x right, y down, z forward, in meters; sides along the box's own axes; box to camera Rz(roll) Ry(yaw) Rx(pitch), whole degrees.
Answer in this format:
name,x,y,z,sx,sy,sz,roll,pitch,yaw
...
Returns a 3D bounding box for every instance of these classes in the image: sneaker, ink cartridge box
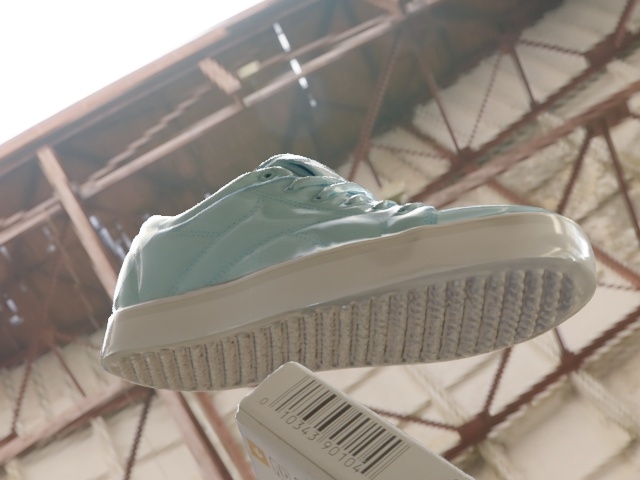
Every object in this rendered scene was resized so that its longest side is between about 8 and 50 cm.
name,x,y,z,sx,sy,sz,roll,pitch,yaw
sneaker,0.000,0.000,0.828,0.366,0.135,0.150,-11,-116,33
ink cartridge box,0.063,0.173,0.535,0.045,0.208,0.206,-38,-134,-26
